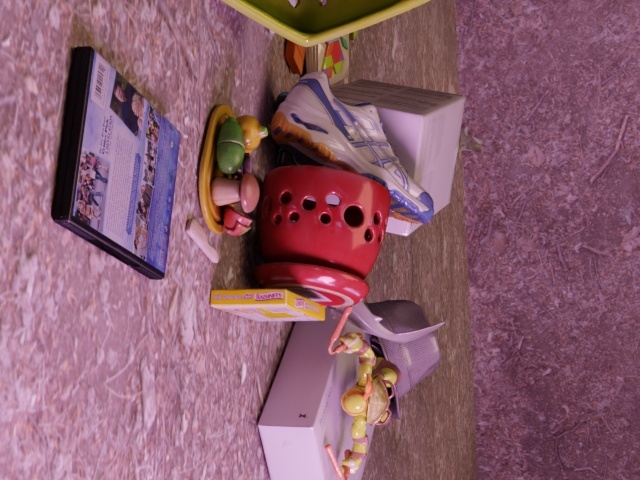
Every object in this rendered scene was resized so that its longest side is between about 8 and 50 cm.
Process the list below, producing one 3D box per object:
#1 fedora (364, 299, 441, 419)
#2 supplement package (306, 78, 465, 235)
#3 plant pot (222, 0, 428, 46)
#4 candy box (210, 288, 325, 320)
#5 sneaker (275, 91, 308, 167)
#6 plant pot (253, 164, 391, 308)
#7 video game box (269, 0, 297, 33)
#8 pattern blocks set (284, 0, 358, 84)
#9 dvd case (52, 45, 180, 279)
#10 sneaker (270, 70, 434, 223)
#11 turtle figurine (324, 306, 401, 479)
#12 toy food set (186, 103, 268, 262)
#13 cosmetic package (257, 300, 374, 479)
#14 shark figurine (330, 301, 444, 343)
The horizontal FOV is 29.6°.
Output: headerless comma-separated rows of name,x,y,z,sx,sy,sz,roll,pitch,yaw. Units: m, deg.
fedora,0.140,0.193,2.206,0.275,0.124,0.243,178,-107,-77
supplement package,0.105,-0.148,2.029,0.263,0.198,0.199,-32,132,-65
plant pot,-0.005,-0.409,1.572,0.227,0.228,0.207,21,60,-50
candy box,-0.068,0.090,1.656,0.206,0.105,0.027,33,58,-73
sneaker,-0.040,-0.145,1.856,0.076,0.065,0.166,-54,138,-52
plant pot,0.000,0.000,1.754,0.191,0.191,0.174,51,44,-68
video game box,-0.065,-0.441,1.777,0.187,0.048,0.205,66,28,-62
pattern blocks set,0.012,-0.343,2.018,0.285,0.026,0.324,-56,145,-48
dvd case,-0.209,-0.073,1.276,0.253,0.022,0.180,47,46,-70
sneaker,0.072,-0.140,1.821,0.296,0.112,0.131,36,69,-22
turtle figurine,0.074,0.232,1.878,0.217,0.087,0.269,5,84,-74
toy food set,-0.105,-0.077,1.575,0.128,0.071,0.218,66,28,-58
cosmetic package,0.008,0.280,1.975,0.377,0.097,0.284,-69,156,-54
shark figurine,0.055,0.069,1.907,0.116,0.278,0.166,-50,169,27
